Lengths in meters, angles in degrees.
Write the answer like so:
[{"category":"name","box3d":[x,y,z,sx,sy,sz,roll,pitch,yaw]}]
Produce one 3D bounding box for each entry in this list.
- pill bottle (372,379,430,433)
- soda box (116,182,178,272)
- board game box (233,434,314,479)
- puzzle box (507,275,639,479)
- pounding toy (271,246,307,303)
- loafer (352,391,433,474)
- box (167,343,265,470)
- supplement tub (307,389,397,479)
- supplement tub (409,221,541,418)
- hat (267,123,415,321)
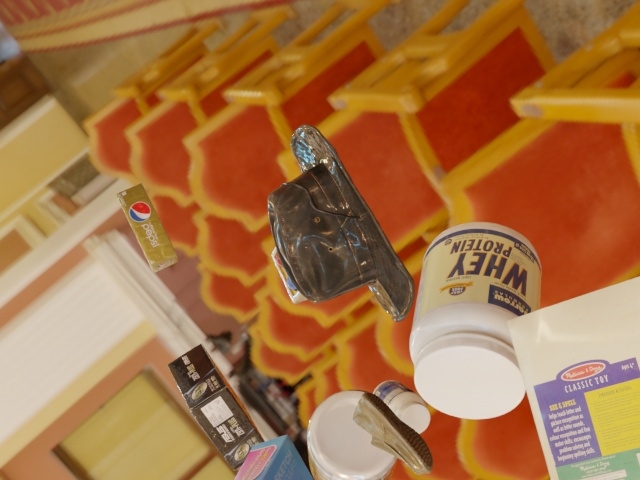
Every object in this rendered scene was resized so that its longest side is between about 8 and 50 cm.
[{"category":"pill bottle","box3d":[0.131,0.270,1.625,0.067,0.067,0.120,52,172,-16]},{"category":"soda box","box3d":[-0.368,-0.027,2.158,0.181,0.061,0.058,62,169,12]},{"category":"board game box","box3d":[-0.059,0.445,1.344,0.242,0.064,0.316,62,-157,-13]},{"category":"puzzle box","box3d":[0.476,0.176,1.365,0.052,0.409,0.272,16,-123,-57]},{"category":"pounding toy","box3d":[-0.038,0.026,1.862,0.130,0.100,0.141,64,151,21]},{"category":"loafer","box3d":[0.105,0.288,1.478,0.148,0.050,0.056,47,-160,17]},{"category":"box","box3d":[-0.186,0.301,1.832,0.147,0.077,0.180,49,169,53]},{"category":"supplement tub","box3d":[0.069,0.446,2.154,0.193,0.193,0.316,44,164,18]},{"category":"supplement tub","box3d":[0.294,0.148,1.909,0.235,0.325,0.235,7,133,8]},{"category":"hat","box3d":[0.000,0.000,1.519,0.331,0.134,0.331,55,165,22]}]
